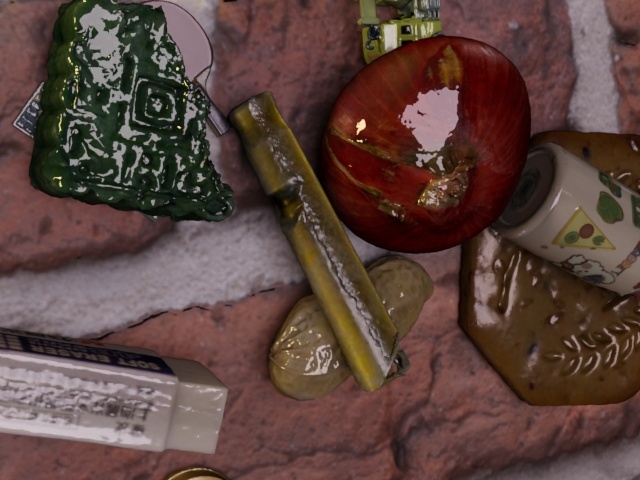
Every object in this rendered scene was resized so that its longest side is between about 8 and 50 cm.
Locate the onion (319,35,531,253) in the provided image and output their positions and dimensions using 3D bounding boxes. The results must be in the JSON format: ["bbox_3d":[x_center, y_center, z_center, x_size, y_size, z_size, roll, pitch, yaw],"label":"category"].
[{"bbox_3d":[0.118,-0.091,1.130,0.248,0.161,0.248,-26,142,-23],"label":"onion"}]

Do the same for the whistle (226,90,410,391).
[{"bbox_3d":[0.001,0.000,1.105,0.068,0.057,0.326,-24,84,-44],"label":"whistle"}]

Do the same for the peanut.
[{"bbox_3d":[0.032,0.092,1.169,0.214,0.090,0.098,-32,62,-18],"label":"peanut"}]

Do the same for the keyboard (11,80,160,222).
[{"bbox_3d":[-0.223,-0.089,1.089,0.176,0.014,0.055,36,86,-21],"label":"keyboard"}]

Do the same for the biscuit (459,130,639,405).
[{"bbox_3d":[0.324,0.035,1.302,0.359,0.046,0.359,-2,96,-22],"label":"biscuit"}]

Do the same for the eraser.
[{"bbox_3d":[-0.241,0.143,1.047,0.278,0.124,0.081,12,92,-23],"label":"eraser"}]

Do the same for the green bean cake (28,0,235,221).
[{"bbox_3d":[-0.169,-0.128,1.041,0.193,0.107,0.208,9,89,-22],"label":"green bean cake"}]

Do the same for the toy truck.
[{"bbox_3d":[0.080,-0.263,1.155,0.100,0.077,0.169,-6,99,-22],"label":"toy truck"}]

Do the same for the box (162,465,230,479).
[{"bbox_3d":[-0.133,0.297,1.153,0.105,0.037,0.106,-3,98,-22],"label":"box"}]

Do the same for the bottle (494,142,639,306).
[{"bbox_3d":[0.325,-0.004,1.209,0.253,0.120,0.120,27,86,-21],"label":"bottle"}]

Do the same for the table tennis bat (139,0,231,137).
[{"bbox_3d":[-0.146,-0.175,1.109,0.095,0.014,0.158,-42,106,-14],"label":"table tennis bat"}]
